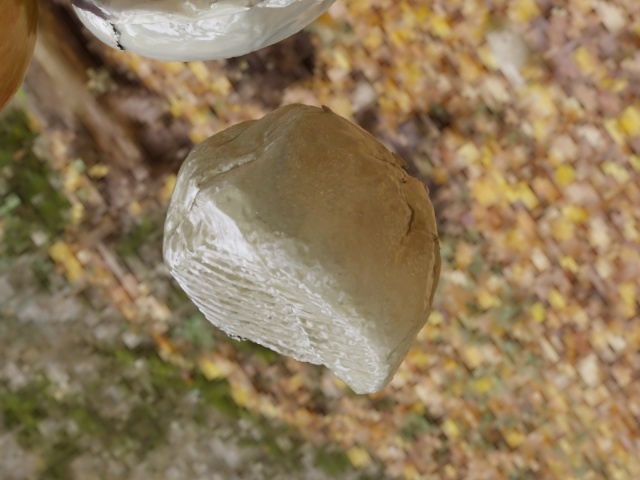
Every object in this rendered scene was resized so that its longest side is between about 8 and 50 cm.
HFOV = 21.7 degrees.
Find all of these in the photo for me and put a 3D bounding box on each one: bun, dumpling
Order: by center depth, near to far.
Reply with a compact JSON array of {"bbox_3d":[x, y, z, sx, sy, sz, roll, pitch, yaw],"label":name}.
[{"bbox_3d":[-0.054,-0.213,1.165,0.341,0.260,0.181,65,-157,-87],"label":"dumpling"},{"bbox_3d":[-0.006,-0.009,1.538,0.281,0.205,0.281,25,155,12],"label":"bun"}]

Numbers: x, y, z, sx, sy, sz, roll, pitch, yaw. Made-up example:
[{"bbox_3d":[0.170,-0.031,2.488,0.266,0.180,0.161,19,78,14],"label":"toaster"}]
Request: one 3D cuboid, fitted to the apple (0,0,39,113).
[{"bbox_3d":[-0.309,-0.176,0.983,0.309,0.250,0.277,-126,18,-49],"label":"apple"}]
